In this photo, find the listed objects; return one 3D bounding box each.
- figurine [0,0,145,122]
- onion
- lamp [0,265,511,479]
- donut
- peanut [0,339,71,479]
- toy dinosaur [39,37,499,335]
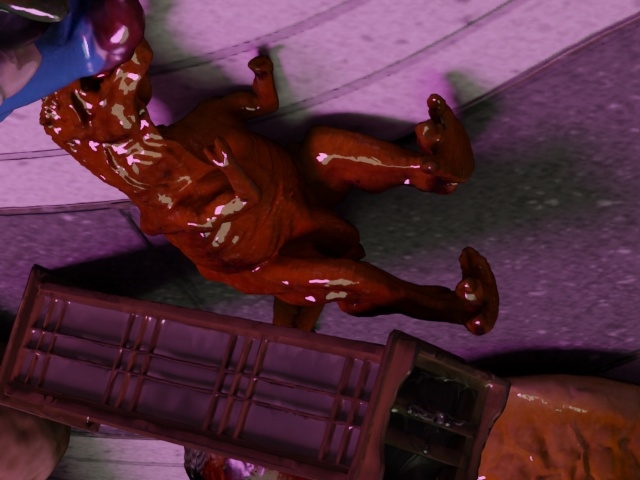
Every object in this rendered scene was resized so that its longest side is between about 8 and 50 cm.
[{"bbox_3d":[-0.161,-0.099,0.736,0.185,0.127,0.234,-12,163,-7],"label":"figurine"},{"bbox_3d":[-0.034,0.132,1.304,0.118,0.119,0.117,6,-173,-11],"label":"onion"},{"bbox_3d":[-0.050,0.083,1.083,0.325,0.090,0.089,9,168,45],"label":"lamp"},{"bbox_3d":[0.161,0.207,1.393,0.330,0.160,0.330,-6,158,-3],"label":"donut"},{"bbox_3d":[-0.258,0.109,1.227,0.129,0.129,0.224,-18,147,34],"label":"peanut"},{"bbox_3d":[0.000,0.000,1.030,0.208,0.097,0.432,2,155,24],"label":"toy dinosaur"}]
